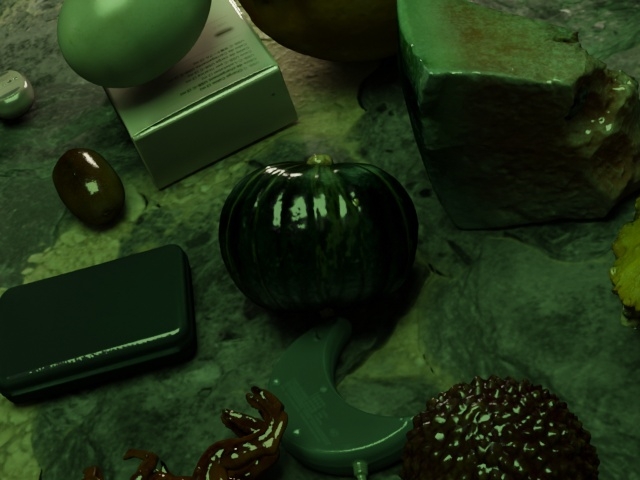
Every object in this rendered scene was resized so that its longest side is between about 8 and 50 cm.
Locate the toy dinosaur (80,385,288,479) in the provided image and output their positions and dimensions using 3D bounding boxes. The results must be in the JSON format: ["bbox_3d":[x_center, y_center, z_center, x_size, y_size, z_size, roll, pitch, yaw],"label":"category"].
[{"bbox_3d":[-0.081,0.254,1.460,0.432,0.097,0.208,13,67,34],"label":"toy dinosaur"}]

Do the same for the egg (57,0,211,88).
[{"bbox_3d":[-0.223,-0.274,1.832,0.209,0.151,0.151,-37,46,-21],"label":"egg"}]

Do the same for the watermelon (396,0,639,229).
[{"bbox_3d":[0.191,-0.131,1.612,0.302,0.264,0.151,12,54,25],"label":"watermelon"}]

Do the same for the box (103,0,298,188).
[{"bbox_3d":[-0.172,-0.211,1.931,0.203,0.106,0.251,-27,43,-6],"label":"box"}]

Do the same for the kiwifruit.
[{"bbox_3d":[-0.288,-0.068,1.863,0.075,0.075,0.124,-30,49,-9],"label":"kiwifruit"}]

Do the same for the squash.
[{"bbox_3d":[-0.001,-0.005,1.613,0.218,0.218,0.172,-3,81,18],"label":"squash"}]

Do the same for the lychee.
[{"bbox_3d":[0.162,0.207,1.358,0.188,0.188,0.188,-11,45,11],"label":"lychee"}]

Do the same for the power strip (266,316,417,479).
[{"bbox_3d":[0.020,0.176,1.532,0.137,0.044,0.216,-29,44,-7],"label":"power strip"}]

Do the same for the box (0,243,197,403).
[{"bbox_3d":[-0.256,0.095,1.708,0.230,0.050,0.160,-16,44,6],"label":"box"}]

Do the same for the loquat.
[{"bbox_3d":[0.041,-0.380,1.866,0.329,0.328,0.328,-11,45,11],"label":"loquat"}]

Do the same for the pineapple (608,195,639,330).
[{"bbox_3d":[0.394,0.005,1.514,0.161,0.158,0.334,-35,25,52],"label":"pineapple"}]

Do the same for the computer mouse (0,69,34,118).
[{"bbox_3d":[-0.426,-0.197,2.061,0.066,0.039,0.096,-30,37,-9],"label":"computer mouse"}]
